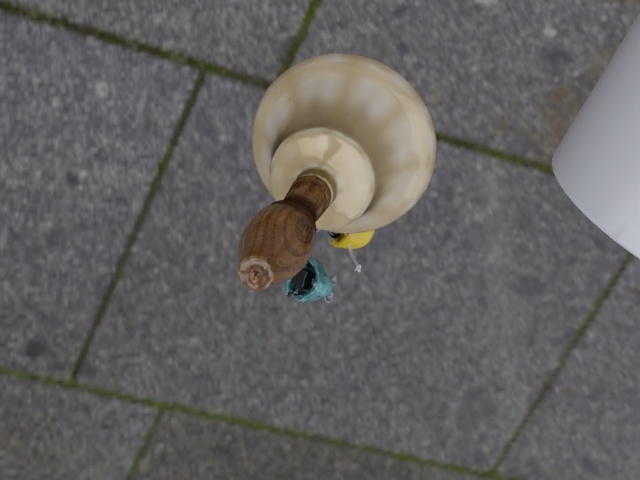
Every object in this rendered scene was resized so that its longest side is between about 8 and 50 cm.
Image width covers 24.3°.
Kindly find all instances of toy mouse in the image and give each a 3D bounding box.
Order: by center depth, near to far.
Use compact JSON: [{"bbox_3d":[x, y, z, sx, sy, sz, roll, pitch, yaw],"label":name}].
[{"bbox_3d":[0.000,0.000,1.224,0.031,0.161,0.143,17,139,-27],"label":"toy mouse"}]

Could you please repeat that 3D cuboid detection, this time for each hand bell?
[{"bbox_3d":[-0.008,-0.025,0.884,0.126,0.242,0.126,4,110,10],"label":"hand bell"}]

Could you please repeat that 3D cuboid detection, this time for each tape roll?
[{"bbox_3d":[0.337,-0.076,1.224,0.246,0.246,0.169,18,118,-22],"label":"tape roll"}]
